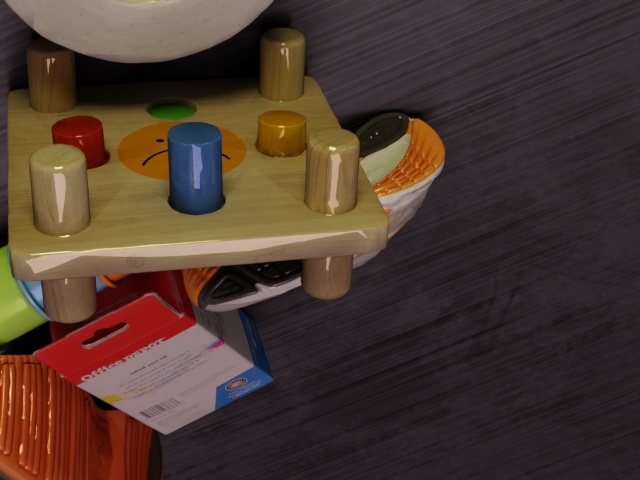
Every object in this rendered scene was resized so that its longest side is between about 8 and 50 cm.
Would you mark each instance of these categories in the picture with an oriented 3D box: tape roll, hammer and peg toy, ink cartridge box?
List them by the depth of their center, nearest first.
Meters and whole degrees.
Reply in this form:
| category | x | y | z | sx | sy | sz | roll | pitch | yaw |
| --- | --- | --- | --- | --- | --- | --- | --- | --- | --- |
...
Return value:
| category | x | y | z | sx | sy | sz | roll | pitch | yaw |
| --- | --- | --- | --- | --- | --- | --- | --- | --- | --- |
| tape roll | -0.123 | -0.229 | 0.830 | 0.219 | 0.072 | 0.219 | -10 | 138 | -9 |
| hammer and peg toy | -0.152 | -0.047 | 0.872 | 0.361 | 0.266 | 0.127 | -5 | 123 | -13 |
| ink cartridge box | -0.159 | 0.093 | 1.141 | 0.134 | 0.078 | 0.231 | -27 | 146 | 11 |

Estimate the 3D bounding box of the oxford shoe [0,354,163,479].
| category | x | y | z | sx | sy | sz | roll | pitch | yaw |
| --- | --- | --- | --- | --- | --- | --- | --- | --- | --- |
| oxford shoe | -0.278 | 0.201 | 1.164 | 0.132 | 0.130 | 0.364 | -6 | 156 | 14 |

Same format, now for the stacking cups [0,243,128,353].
| category | x | y | z | sx | sy | sz | roll | pitch | yaw |
| --- | --- | --- | --- | --- | --- | --- | --- | --- | --- |
| stacking cups | -0.221 | 0.027 | 1.056 | 0.316 | 0.096 | 0.096 | -24 | 138 | 8 |

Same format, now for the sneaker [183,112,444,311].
| category | x | y | z | sx | sy | sz | roll | pitch | yaw |
| --- | --- | --- | --- | --- | --- | --- | --- | --- | --- |
| sneaker | 0.000 | 0.000 | 1.057 | 0.262 | 0.099 | 0.121 | -30 | 152 | -20 |
